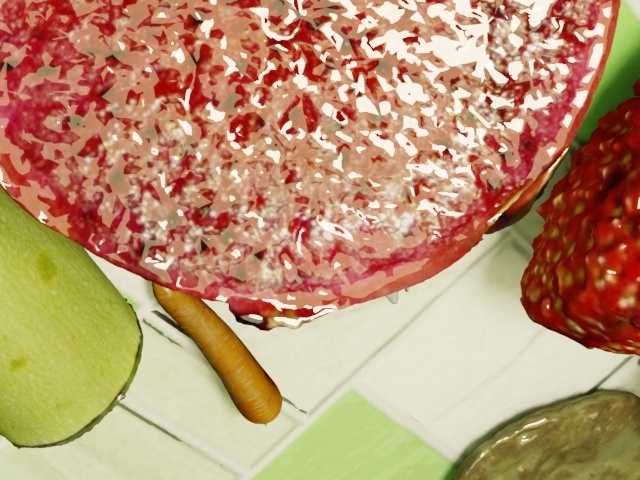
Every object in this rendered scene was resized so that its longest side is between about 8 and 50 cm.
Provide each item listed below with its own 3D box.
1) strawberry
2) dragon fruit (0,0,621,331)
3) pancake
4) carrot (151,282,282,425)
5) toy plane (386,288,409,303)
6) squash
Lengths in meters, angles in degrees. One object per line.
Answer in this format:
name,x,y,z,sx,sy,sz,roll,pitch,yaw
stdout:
strawberry,0.336,-0.022,1.180,0.292,0.292,0.343,22,130,-38
dragon fruit,-0.036,-0.156,0.857,0.386,0.249,0.371,-13,112,-6
pancake,0.219,0.233,1.445,0.236,0.042,0.222,-41,128,3
carrot,-0.081,0.080,1.177,0.037,0.037,0.190,-33,129,-1
toy plane,-0.009,0.002,1.076,0.182,0.107,0.273,-5,159,10
squash,-0.229,0.020,0.983,0.132,0.132,0.247,-35,134,1
